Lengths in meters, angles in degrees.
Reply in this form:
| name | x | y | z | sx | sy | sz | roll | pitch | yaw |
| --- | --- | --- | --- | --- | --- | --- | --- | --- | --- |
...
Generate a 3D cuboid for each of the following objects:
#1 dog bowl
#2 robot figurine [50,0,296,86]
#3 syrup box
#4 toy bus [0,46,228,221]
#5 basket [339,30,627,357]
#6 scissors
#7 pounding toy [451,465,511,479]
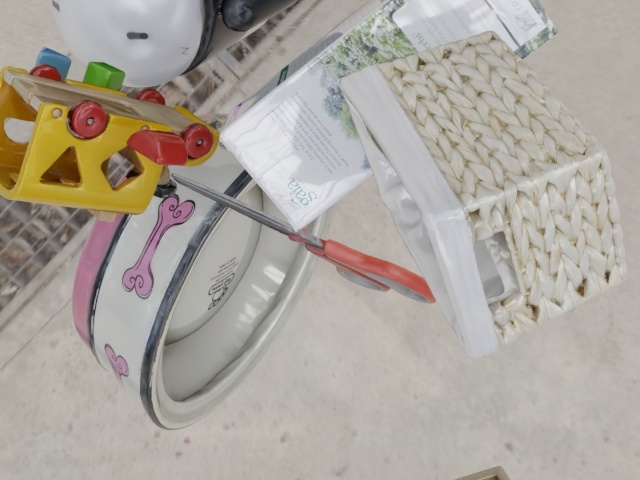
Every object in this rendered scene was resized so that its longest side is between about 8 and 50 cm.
| name | x | y | z | sx | sy | sz | roll | pitch | yaw |
| --- | --- | --- | --- | --- | --- | --- | --- | --- | --- |
| dog bowl | -0.143 | 0.023 | 1.263 | 0.150 | 0.408 | 0.408 | 28 | 99 | 17 |
| robot figurine | -0.146 | -0.266 | 1.018 | 0.209 | 0.278 | 0.173 | -23 | 104 | 41 |
| syrup box | 0.045 | -0.121 | 0.739 | 0.237 | 0.096 | 0.093 | -37 | 105 | 12 |
| toy bus | -0.171 | -0.070 | 0.817 | 0.202 | 0.191 | 0.104 | 23 | 106 | 2 |
| basket | 0.093 | -0.036 | 0.585 | 0.103 | 0.167 | 0.113 | -24 | 129 | -1 |
| scissors | 0.000 | 0.000 | 0.920 | 0.297 | 0.109 | 0.021 | 31 | 77 | -45 |
| pounding toy | 0.153 | 0.325 | 1.006 | 0.130 | 0.141 | 0.100 | -14 | 124 | -13 |
